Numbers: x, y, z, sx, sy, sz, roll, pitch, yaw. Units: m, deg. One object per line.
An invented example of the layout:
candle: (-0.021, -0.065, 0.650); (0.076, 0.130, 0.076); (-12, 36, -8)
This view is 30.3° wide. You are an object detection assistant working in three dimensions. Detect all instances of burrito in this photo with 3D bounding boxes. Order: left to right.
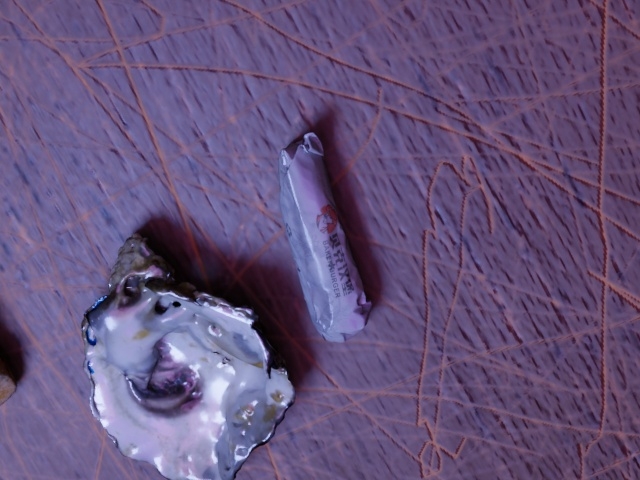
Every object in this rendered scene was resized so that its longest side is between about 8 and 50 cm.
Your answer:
burrito: (-0.001, -0.001, 1.074); (0.064, 0.064, 0.203); (-13, 107, 11)

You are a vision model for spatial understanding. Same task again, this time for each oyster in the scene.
oyster: (-0.132, 0.125, 1.122); (0.214, 0.083, 0.223); (29, 115, 0)

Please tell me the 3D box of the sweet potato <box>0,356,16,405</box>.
sweet potato: (-0.389, 0.071, 1.127); (0.097, 0.097, 0.252); (-31, 104, 15)
